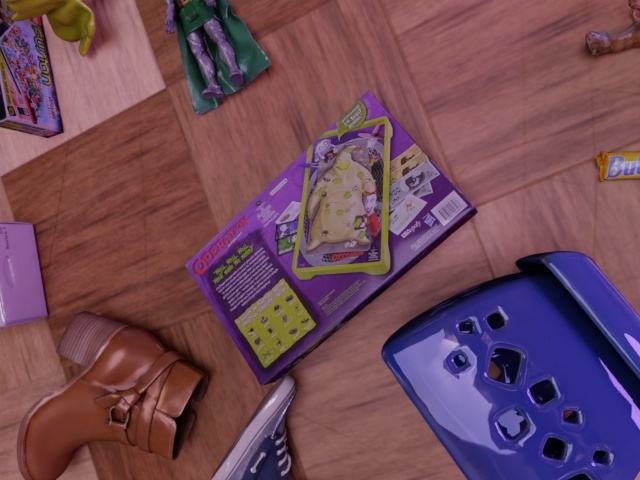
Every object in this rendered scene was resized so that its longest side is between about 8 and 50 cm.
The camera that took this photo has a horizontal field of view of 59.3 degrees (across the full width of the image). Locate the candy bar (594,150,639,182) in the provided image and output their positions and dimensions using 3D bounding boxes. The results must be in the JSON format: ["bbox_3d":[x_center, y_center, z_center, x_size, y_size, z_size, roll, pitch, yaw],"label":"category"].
[{"bbox_3d":[0.400,-0.087,0.641,0.162,0.018,0.040,0,90,16],"label":"candy bar"}]

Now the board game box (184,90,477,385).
[{"bbox_3d":[0.000,0.000,0.729,0.347,0.056,0.208,-41,73,13],"label":"board game box"}]

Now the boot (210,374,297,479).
[{"bbox_3d":[-0.066,0.277,0.765,0.086,0.069,0.190,34,102,0],"label":"boot"}]

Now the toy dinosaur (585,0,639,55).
[{"bbox_3d":[0.410,-0.238,0.626,0.212,0.064,0.112,9,119,18],"label":"toy dinosaur"}]

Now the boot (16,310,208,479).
[{"bbox_3d":[-0.297,0.264,0.818,0.220,0.109,0.283,23,90,11],"label":"boot"}]

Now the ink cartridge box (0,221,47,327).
[{"bbox_3d":[-0.557,0.068,0.887,0.219,0.092,0.160,-11,88,16],"label":"ink cartridge box"}]

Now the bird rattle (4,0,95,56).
[{"bbox_3d":[-0.362,-0.418,0.814,0.207,0.143,0.253,36,97,30],"label":"bird rattle"}]

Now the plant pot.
[{"bbox_3d":[0.224,0.139,0.589,0.212,0.236,0.236,-37,80,8],"label":"plant pot"}]

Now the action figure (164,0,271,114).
[{"bbox_3d":[-0.172,-0.313,0.790,0.137,0.063,0.232,-27,80,18],"label":"action figure"}]

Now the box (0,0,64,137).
[{"bbox_3d":[-0.458,-0.266,0.845,0.036,0.114,0.207,-13,87,16],"label":"box"}]
